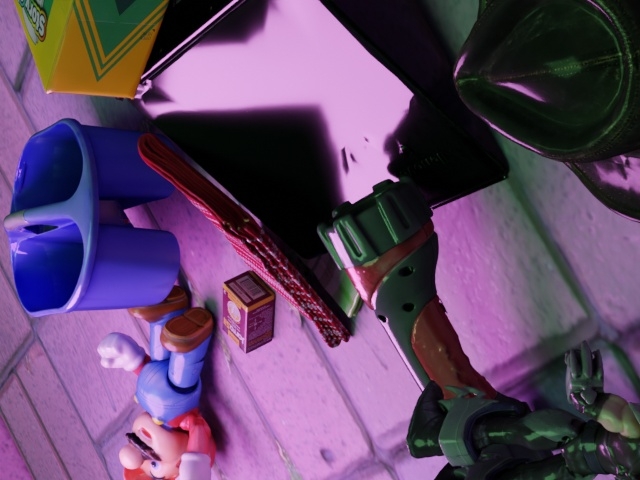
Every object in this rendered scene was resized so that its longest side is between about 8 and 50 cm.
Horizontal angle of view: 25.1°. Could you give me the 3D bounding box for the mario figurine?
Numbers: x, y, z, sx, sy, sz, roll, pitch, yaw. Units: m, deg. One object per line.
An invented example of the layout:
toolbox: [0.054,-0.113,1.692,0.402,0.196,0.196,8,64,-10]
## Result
mario figurine: [-0.227,0.233,1.963,0.198,0.170,0.320,-94,6,-60]

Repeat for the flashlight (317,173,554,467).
flashlight: [0.115,0.090,1.324,0.304,0.103,0.103,58,-179,-7]

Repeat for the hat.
hat: [0.184,-0.129,1.019,0.331,0.134,0.331,40,144,38]

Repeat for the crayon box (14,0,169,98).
crayon box: [-0.233,-0.376,1.417,0.363,0.106,0.313,65,144,35]

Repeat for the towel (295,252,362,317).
towel: [0.000,0.000,1.553,0.152,0.023,0.113,50,149,26]

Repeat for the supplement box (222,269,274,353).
supplement box: [-0.089,0.087,1.753,0.055,0.043,0.083,42,145,34]

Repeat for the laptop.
laptop: [-0.025,-0.227,1.400,0.382,0.236,0.408,-23,63,58]

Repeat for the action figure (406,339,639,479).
action figure: [0.212,0.170,1.193,0.285,0.099,0.185,-8,116,34]

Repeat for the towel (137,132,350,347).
towel: [-0.083,0.003,1.556,0.199,0.031,0.275,40,173,39]

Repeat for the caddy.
caddy: [-0.311,-0.025,1.832,0.341,0.179,0.241,-12,79,61]
